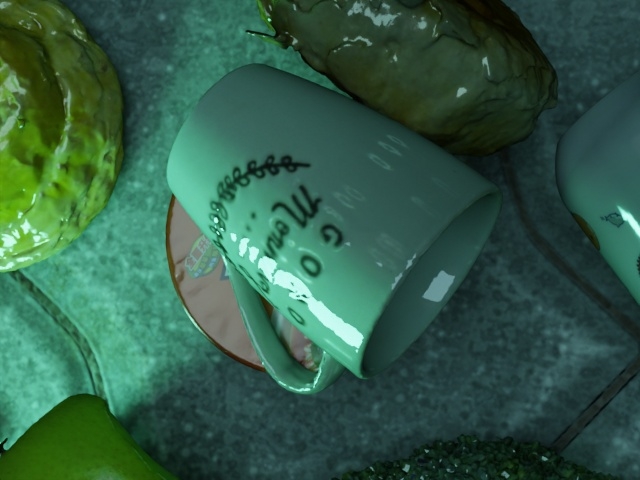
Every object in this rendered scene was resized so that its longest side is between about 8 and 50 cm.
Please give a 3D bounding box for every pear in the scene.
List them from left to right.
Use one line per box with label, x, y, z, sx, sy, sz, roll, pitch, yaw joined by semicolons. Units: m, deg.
pear;-0.168;0.289;1.296;0.282;0.286;0.176;33;75;10

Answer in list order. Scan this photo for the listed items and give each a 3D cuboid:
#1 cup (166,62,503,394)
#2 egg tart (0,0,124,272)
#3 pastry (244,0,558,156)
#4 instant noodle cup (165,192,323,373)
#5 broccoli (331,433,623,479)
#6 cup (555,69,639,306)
cup;-0.012;0.001;1.134;0.234;0.186;0.258;35;122;18
egg tart;-0.355;-0.124;1.407;0.319;0.128;0.319;0;89;13
pastry;0.076;-0.195;1.242;0.329;0.329;0.136;44;110;9
instant noodle cup;0.000;0.000;1.302;0.250;0.192;0.250;0;88;11
broccoli;0.137;0.329;1.236;0.375;0.249;0.302;5;86;5
cup;0.364;-0.006;1.225;0.212;0.212;0.317;-38;81;7
